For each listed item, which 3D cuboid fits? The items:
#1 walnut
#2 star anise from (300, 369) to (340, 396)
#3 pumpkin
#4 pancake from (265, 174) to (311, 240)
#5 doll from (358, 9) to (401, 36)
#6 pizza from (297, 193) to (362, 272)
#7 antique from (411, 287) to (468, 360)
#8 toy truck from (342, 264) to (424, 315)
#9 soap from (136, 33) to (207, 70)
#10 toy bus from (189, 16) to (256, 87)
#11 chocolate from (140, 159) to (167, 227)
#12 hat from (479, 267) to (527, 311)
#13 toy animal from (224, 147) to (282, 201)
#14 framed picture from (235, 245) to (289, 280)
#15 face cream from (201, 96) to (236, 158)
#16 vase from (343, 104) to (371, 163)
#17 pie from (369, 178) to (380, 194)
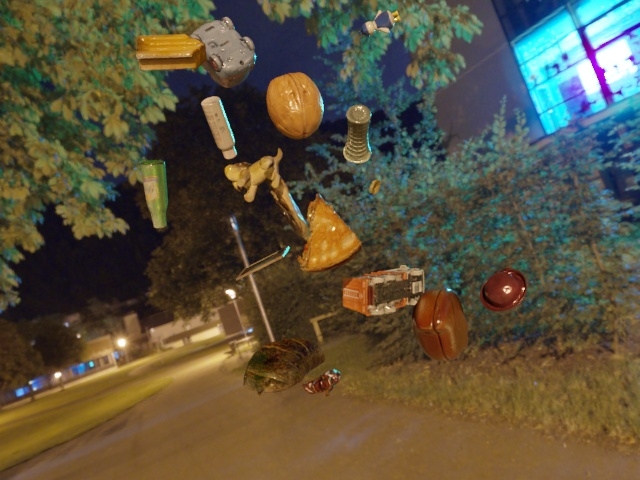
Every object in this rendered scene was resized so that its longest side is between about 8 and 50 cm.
[{"bbox_3d":[-0.076,-0.402,1.490,0.165,0.197,0.165,-13,-21,-5],"label":"walnut"},{"bbox_3d":[0.017,0.431,1.504,0.097,0.070,0.191,-33,-14,14],"label":"star anise"},{"bbox_3d":[-0.110,0.400,1.600,0.279,0.111,0.163,-4,19,-9],"label":"pumpkin"},{"bbox_3d":[-0.143,-0.158,2.045,0.071,0.382,0.382,-32,-4,-2],"label":"pancake"},{"bbox_3d":[0.193,-0.714,1.653,0.143,0.098,0.057,-22,-22,9],"label":"doll"},{"bbox_3d":[0.000,0.000,1.860,0.251,0.287,0.074,-46,18,-20],"label":"pizza"},{"bbox_3d":[0.378,0.266,1.578,0.129,0.223,0.278,-7,-21,30],"label":"antique"},{"bbox_3d":[0.283,0.214,2.224,0.388,0.173,0.207,-5,8,-41],"label":"toy truck"},{"bbox_3d":[-0.579,-0.737,1.955,0.258,0.160,0.080,-6,-39,-12],"label":"soap"},{"bbox_3d":[-0.421,-0.792,2.169,0.197,0.294,0.231,-40,-12,-21],"label":"toy bus"},{"bbox_3d":[-0.713,-0.199,2.172,0.110,0.290,0.110,-1,17,0],"label":"chocolate"},{"bbox_3d":[0.717,0.188,1.982,0.206,0.089,0.205,-32,34,25],"label":"hat"},{"bbox_3d":[-0.249,-0.243,1.834,0.234,0.121,0.168,-19,40,23],"label":"toy animal"},{"bbox_3d":[-0.267,0.106,2.323,0.250,0.016,0.184,-27,9,11],"label":"framed picture"},{"bbox_3d":[-0.417,-0.464,2.096,0.082,0.268,0.081,-9,41,8],"label":"face cream"},{"bbox_3d":[0.179,-0.509,2.396,0.143,0.143,0.298,-19,-25,-6],"label":"vase"},{"bbox_3d":[0.261,-0.257,2.388,0.020,0.084,0.084,30,25,30],"label":"pie"}]
